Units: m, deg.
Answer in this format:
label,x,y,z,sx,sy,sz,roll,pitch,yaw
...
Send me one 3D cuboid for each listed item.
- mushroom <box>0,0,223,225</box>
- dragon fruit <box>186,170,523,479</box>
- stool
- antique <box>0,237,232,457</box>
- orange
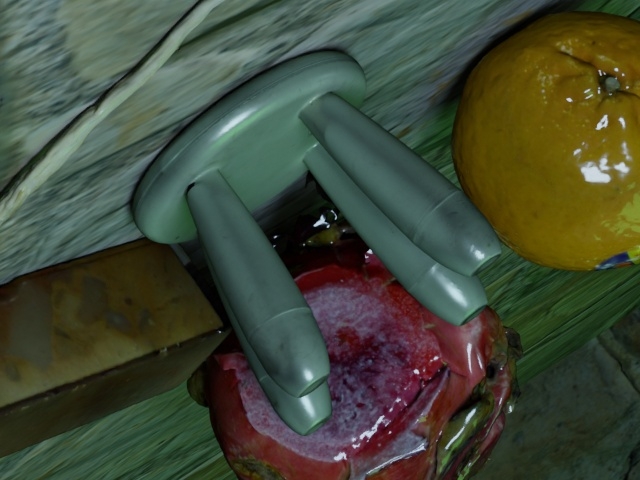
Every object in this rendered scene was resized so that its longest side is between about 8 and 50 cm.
label,x,y,z,sx,sy,sz,roll,pitch,yaw
mushroom,-0.130,-0.076,1.113,0.286,0.026,0.028,-41,150,25
dragon fruit,0.025,0.120,1.522,0.250,0.269,0.291,-49,168,-3
stool,0.000,0.000,1.313,0.195,0.199,0.195,-36,168,-9
antique,-0.199,0.082,1.305,0.310,0.093,0.087,-20,158,-51
orange,0.217,-0.082,1.539,0.219,0.219,0.193,-38,156,7
